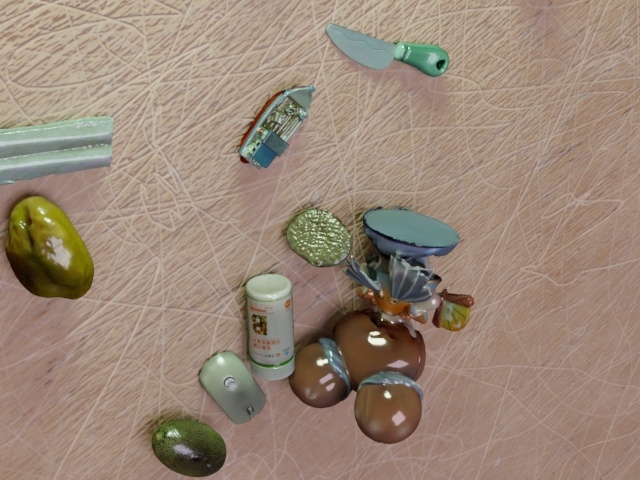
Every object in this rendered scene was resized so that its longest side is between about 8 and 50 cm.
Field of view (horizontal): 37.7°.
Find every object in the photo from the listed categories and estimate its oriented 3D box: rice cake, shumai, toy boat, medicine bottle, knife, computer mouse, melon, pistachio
[{"bbox_3d":[-0.417,-0.134,1.393,0.226,0.040,0.085,-12,119,-28],"label":"rice cake"},{"bbox_3d":[0.001,-0.001,1.718,0.099,0.124,0.087,-53,172,-4],"label":"shumai"},{"bbox_3d":[-0.070,-0.193,1.580,0.173,0.059,0.069,-52,130,0],"label":"toy boat"},{"bbox_3d":[-0.092,0.159,1.727,0.086,0.086,0.183,-16,120,-26],"label":"medicine bottle"},{"bbox_3d":[0.115,-0.331,1.658,0.260,0.034,0.063,6,116,-29],"label":"knife"},{"bbox_3d":[-0.158,0.289,1.770,0.089,0.056,0.181,-35,128,-8],"label":"computer mouse"},{"bbox_3d":[-0.244,0.383,1.733,0.162,0.099,0.099,31,94,-41],"label":"melon"},{"bbox_3d":[-0.411,0.024,1.436,0.100,0.110,0.189,-51,138,-44],"label":"pistachio"}]

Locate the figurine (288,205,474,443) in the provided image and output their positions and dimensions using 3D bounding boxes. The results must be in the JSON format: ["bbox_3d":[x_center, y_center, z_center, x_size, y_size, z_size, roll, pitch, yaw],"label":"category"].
[{"bbox_3d":[0.123,0.157,1.775,0.248,0.276,0.388,-19,128,-53],"label":"figurine"}]
